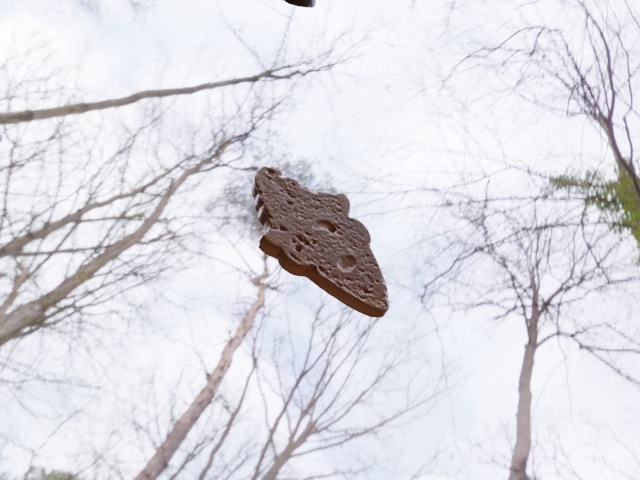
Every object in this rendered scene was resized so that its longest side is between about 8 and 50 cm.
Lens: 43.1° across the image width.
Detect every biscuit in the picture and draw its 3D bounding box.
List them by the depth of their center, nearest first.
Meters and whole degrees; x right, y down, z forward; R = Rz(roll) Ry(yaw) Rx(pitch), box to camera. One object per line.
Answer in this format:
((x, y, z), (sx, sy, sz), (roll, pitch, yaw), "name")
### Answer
((0.000, 0.000, 1.121), (0.280, 0.183, 0.043), (51, -42, 17), "biscuit")

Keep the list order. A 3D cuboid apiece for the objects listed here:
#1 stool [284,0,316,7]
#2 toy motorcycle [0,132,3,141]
((-0.121, -0.431, 0.927), (0.310, 0.310, 0.226), (11, -63, -15), "stool")
((-0.584, -0.151, 1.161), (0.136, 0.254, 0.092), (21, -70, 16), "toy motorcycle")
